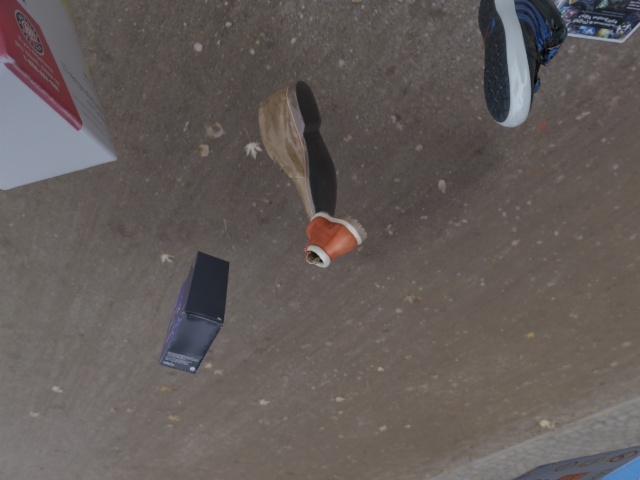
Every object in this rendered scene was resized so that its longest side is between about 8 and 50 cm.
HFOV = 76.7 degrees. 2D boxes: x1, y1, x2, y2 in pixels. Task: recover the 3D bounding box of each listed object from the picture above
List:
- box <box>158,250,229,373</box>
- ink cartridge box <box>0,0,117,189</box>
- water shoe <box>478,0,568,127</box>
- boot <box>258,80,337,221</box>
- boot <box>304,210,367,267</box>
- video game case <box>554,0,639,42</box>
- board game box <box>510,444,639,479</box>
[{"bbox_3d":[-0.325,0.180,1.064,0.103,0.261,0.184,25,114,-22],"label":"box"},{"bbox_3d":[-0.400,-0.286,0.447,0.161,0.384,0.279,-19,177,-10],"label":"ink cartridge box"},{"bbox_3d":[0.214,-0.206,0.414,0.080,0.203,0.073,3,156,6],"label":"water shoe"},{"bbox_3d":[-0.046,-0.169,0.868,0.115,0.112,0.305,-10,98,29],"label":"boot"},{"bbox_3d":[0.000,0.000,0.637,0.085,0.158,0.059,-42,106,-14],"label":"boot"},{"bbox_3d":[0.527,-0.442,0.721,0.191,0.022,0.173,1,154,-11],"label":"video game case"},{"bbox_3d":[0.349,0.434,0.631,0.308,0.086,0.302,-12,149,-20],"label":"board game box"}]
